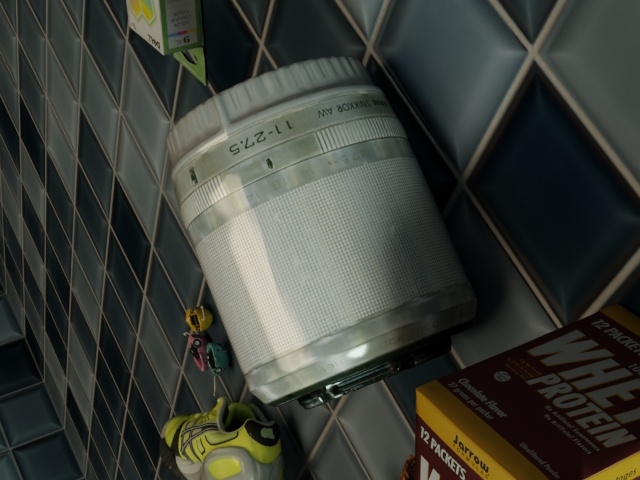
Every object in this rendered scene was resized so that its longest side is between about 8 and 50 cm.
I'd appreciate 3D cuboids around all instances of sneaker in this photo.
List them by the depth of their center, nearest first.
[{"bbox_3d":[-0.136,0.308,1.595,0.385,0.145,0.147,11,86,65],"label":"sneaker"}]

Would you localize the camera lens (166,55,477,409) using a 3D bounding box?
[{"bbox_3d":[0.000,0.000,0.960,0.274,0.219,0.219,68,155,8],"label":"camera lens"}]

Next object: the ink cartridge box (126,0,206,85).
[{"bbox_3d":[-0.200,-0.304,1.341,0.109,0.062,0.209,42,143,45],"label":"ink cartridge box"}]

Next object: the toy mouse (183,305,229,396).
[{"bbox_3d":[-0.173,0.171,1.651,0.161,0.031,0.143,-19,89,65],"label":"toy mouse"}]

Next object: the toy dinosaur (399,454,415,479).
[{"bbox_3d":[0.100,0.375,1.119,0.322,0.164,0.218,60,179,-29],"label":"toy dinosaur"}]

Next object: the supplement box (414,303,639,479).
[{"bbox_3d":[0.179,0.181,0.755,0.129,0.191,0.194,40,140,48],"label":"supplement box"}]
